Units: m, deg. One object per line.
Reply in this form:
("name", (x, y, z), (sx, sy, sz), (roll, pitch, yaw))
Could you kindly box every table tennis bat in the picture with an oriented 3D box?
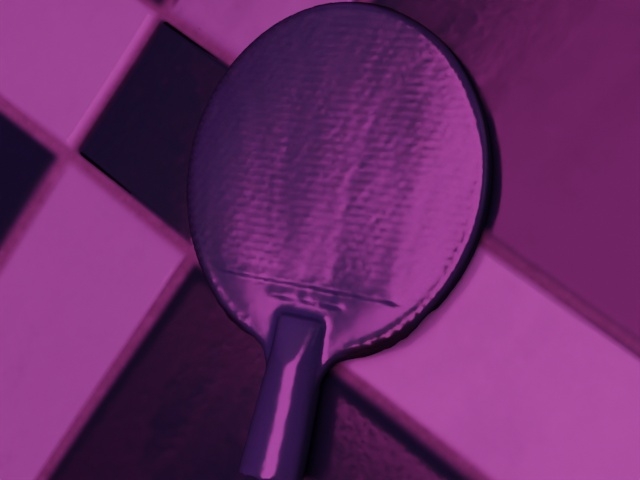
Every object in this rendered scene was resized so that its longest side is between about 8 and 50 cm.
("table tennis bat", (0.000, 0.000, 0.799), (0.215, 0.044, 0.328), (11, 88, 19))
